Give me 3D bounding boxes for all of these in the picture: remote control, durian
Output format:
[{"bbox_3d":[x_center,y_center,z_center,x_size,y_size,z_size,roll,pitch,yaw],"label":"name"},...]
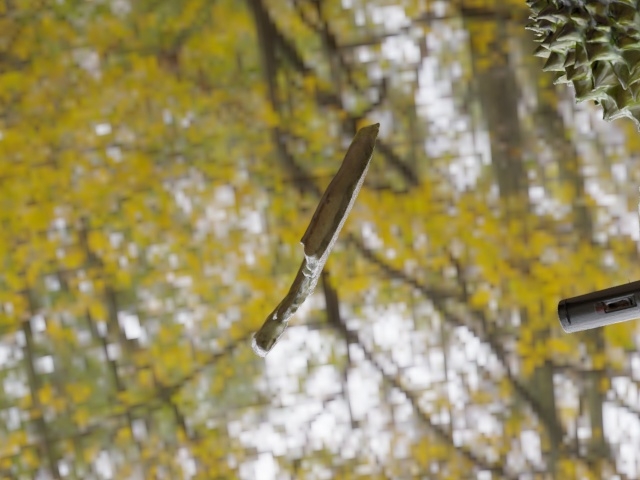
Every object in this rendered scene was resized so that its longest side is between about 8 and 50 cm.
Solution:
[{"bbox_3d":[0.233,0.054,1.601,0.091,0.034,0.016,-17,177,38],"label":"remote control"},{"bbox_3d":[0.272,-0.211,1.495,0.291,0.291,0.224,17,-160,41],"label":"durian"}]

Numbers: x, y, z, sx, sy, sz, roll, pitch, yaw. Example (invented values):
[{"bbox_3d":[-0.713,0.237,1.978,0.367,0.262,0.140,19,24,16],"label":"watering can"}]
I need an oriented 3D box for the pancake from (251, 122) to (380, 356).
[{"bbox_3d":[0.000,0.000,1.684,0.029,0.235,0.212,27,-150,1],"label":"pancake"}]

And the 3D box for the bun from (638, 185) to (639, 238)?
[{"bbox_3d":[0.321,-0.037,0.928,0.227,0.352,0.349,15,-167,41],"label":"bun"}]
